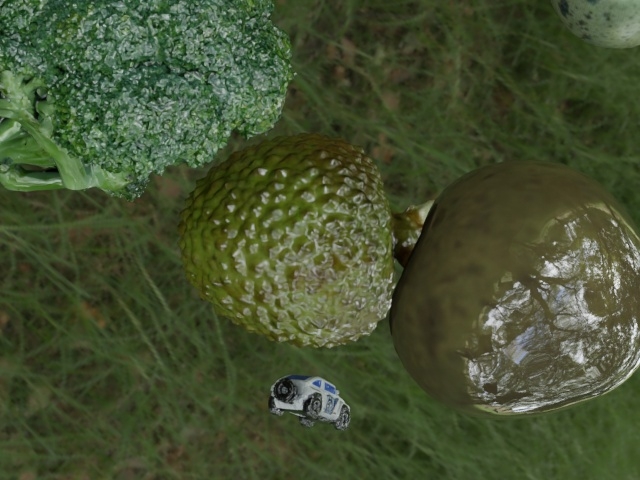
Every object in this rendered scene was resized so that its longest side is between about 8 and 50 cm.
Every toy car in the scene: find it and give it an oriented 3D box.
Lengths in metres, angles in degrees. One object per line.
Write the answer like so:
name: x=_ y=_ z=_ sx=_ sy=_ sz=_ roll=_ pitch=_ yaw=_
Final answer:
toy car: x=-0.019 y=0.254 z=1.543 sx=0.171 sy=0.080 sz=0.070 roll=37 pitch=58 yaw=-55

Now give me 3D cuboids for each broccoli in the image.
broccoli: x=-0.155 y=-0.151 z=0.793 sx=0.262 sy=0.269 sz=0.241 roll=9 pitch=126 yaw=-13
broccoli: x=-0.321 y=-0.172 z=1.245 sx=0.245 sy=0.265 sz=0.294 roll=-22 pitch=111 yaw=2

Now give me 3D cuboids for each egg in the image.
egg: x=0.283 y=-0.257 z=0.882 sx=0.141 sy=0.141 sz=0.181 roll=-38 pitch=162 yaw=-27

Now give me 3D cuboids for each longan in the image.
longan: x=0.180 y=0.039 z=0.874 sx=0.246 sy=0.246 sz=0.215 roll=-26 pitch=137 yaw=-38

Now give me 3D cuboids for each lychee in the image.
lychee: x=-0.012 y=0.001 z=1.183 sx=0.270 sy=0.320 sz=0.269 roll=-8 pitch=99 yaw=-62
